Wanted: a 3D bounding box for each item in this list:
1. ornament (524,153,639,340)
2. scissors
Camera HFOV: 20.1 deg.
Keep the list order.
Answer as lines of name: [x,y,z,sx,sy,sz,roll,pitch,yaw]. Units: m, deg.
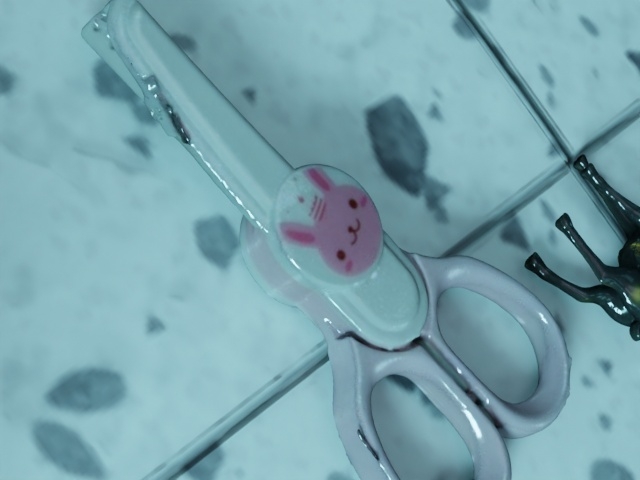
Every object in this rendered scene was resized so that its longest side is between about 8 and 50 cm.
ornament: [0.152,0.019,0.787,0.125,0.028,0.073,36,54,-12]
scissors: [0.000,0.000,0.697,0.242,0.030,0.118,47,52,-8]
